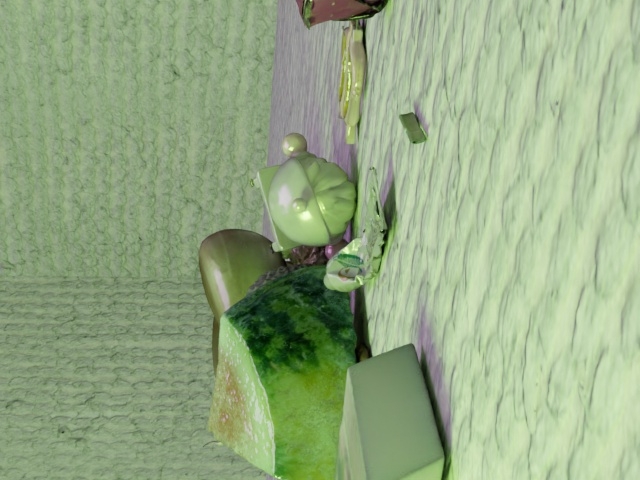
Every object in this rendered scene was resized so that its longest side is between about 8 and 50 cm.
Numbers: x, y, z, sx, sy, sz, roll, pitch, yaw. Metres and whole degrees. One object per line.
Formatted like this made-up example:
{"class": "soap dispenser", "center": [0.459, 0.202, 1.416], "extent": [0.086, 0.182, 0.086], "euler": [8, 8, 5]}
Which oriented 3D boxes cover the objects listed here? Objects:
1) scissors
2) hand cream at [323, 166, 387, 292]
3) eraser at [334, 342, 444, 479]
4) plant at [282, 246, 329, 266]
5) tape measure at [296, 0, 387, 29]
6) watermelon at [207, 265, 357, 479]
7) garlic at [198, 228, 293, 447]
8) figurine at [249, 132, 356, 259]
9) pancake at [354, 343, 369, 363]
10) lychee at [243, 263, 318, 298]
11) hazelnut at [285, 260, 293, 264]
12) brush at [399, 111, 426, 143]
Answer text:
{"class": "scissors", "center": [0.047, -0.292, 1.542], "extent": [0.160, 0.024, 0.318], "euler": [-99, 11, -59]}
{"class": "hand cream", "center": [0.049, 0.006, 1.380], "extent": [0.257, 0.050, 0.084], "euler": [116, 153, -62]}
{"class": "eraser", "center": [0.052, 0.320, 1.116], "extent": [0.213, 0.082, 0.397], "euler": [-99, 12, -60]}
{"class": "plant", "center": [0.000, 0.000, 1.837], "extent": [0.116, 0.104, 0.122], "euler": [34, 94, 41]}
{"class": "tape measure", "center": [0.023, -0.311, 1.344], "extent": [0.074, 0.118, 0.125], "euler": [104, 148, -59]}
{"class": "watermelon", "center": [-0.026, 0.189, 1.514], "extent": [0.232, 0.193, 0.310], "euler": [-41, 54, 48]}
{"class": "garlic", "center": [-0.124, 0.143, 1.859], "extent": [0.231, 0.245, 0.340], "euler": [41, -133, -52]}
{"class": "figurine", "center": [-0.024, -0.062, 1.650], "extent": [0.256, 0.144, 0.182], "euler": [143, 131, -79]}
{"class": "pancake", "center": [0.048, 0.224, 1.478], "extent": [0.184, 0.020, 0.191], "euler": [-101, 14, -60]}
{"class": "lychee", "center": [-0.045, 0.122, 1.693], "extent": [0.197, 0.165, 0.165], "euler": [-57, -5, -19]}
{"class": "hazelnut", "center": [-0.077, 0.145, 2.079], "extent": [0.181, 0.180, 0.212], "euler": [54, -155, -41]}
{"class": "brush", "center": [0.091, -0.108, 1.125], "extent": [0.084, 0.016, 0.013], "euler": [-102, 1, -66]}
